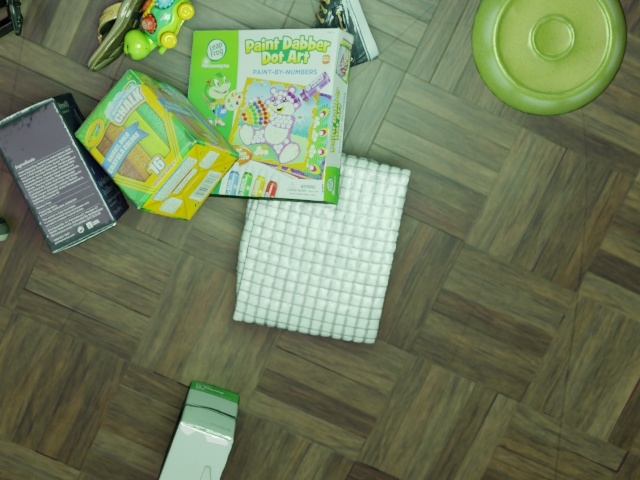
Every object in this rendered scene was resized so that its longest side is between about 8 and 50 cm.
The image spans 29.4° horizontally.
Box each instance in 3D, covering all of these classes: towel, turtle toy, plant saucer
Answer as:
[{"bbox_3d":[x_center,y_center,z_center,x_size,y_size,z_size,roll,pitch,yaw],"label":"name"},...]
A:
[{"bbox_3d":[0.000,0.000,1.857,0.235,0.121,0.284,11,95,4],"label":"towel"},{"bbox_3d":[-0.239,-0.320,1.799,0.066,0.095,0.130,31,98,-17],"label":"turtle toy"},{"bbox_3d":[0.351,-0.308,1.853,0.241,0.037,0.241,0,101,-2],"label":"plant saucer"}]

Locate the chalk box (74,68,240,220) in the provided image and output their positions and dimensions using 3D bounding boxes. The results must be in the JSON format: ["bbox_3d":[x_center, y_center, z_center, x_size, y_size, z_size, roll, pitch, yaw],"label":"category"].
[{"bbox_3d":[-0.247,-0.151,1.752,0.213,0.132,0.132,46,104,23],"label":"chalk box"}]

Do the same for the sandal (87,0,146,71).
[{"bbox_3d":[-0.299,-0.333,1.815,0.049,0.072,0.180,31,97,9],"label":"sandal"}]

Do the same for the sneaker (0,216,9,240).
[{"bbox_3d":[-0.563,-0.083,1.842,0.222,0.083,0.118,23,98,-5],"label":"sneaker"}]

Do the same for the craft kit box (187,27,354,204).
[{"bbox_3d":[-0.081,-0.182,1.774,0.249,0.061,0.247,4,85,28],"label":"craft kit box"}]

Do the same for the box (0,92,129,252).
[{"bbox_3d":[-0.384,-0.104,1.809,0.108,0.153,0.207,-25,101,3],"label":"box"}]

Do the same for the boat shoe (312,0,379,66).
[{"bbox_3d":[0.017,-0.343,1.821,0.083,0.065,0.183,-23,101,1],"label":"boat shoe"}]

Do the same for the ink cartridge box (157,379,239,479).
[{"bbox_3d":[-0.190,0.322,1.864,0.086,0.208,0.153,20,99,-5],"label":"ink cartridge box"}]

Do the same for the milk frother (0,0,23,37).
[{"bbox_3d":[-0.499,-0.341,1.766,0.134,0.143,0.129,-26,107,1],"label":"milk frother"}]
